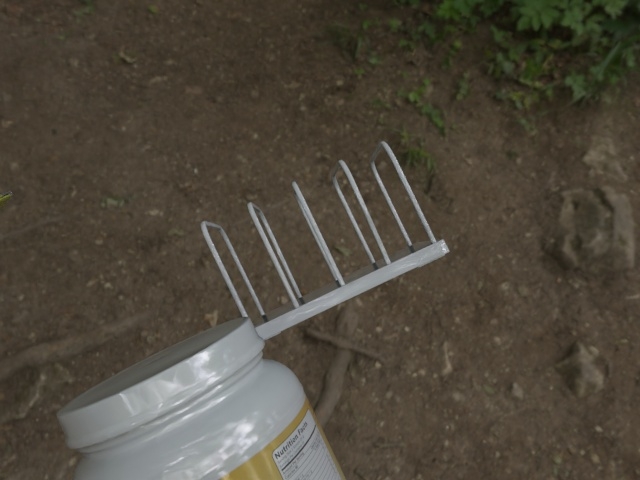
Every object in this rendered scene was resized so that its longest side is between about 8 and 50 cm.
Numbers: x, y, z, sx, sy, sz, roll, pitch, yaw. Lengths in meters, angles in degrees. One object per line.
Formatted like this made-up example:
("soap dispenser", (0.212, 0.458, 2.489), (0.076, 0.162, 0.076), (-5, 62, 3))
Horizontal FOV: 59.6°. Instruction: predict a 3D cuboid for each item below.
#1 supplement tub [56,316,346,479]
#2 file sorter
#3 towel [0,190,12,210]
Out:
("supplement tub", (-0.089, 0.256, 0.534), (0.228, 0.228, 0.316), (-27, 92, -43))
("file sorter", (0.000, 0.000, 0.787), (0.278, 0.193, 0.173), (-25, 90, -2))
("towel", (-0.464, -0.033, 0.772), (0.009, 0.083, 0.060), (43, 21, -11))
